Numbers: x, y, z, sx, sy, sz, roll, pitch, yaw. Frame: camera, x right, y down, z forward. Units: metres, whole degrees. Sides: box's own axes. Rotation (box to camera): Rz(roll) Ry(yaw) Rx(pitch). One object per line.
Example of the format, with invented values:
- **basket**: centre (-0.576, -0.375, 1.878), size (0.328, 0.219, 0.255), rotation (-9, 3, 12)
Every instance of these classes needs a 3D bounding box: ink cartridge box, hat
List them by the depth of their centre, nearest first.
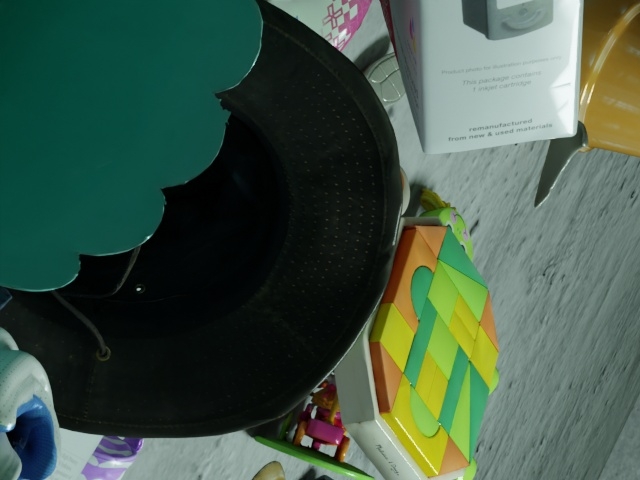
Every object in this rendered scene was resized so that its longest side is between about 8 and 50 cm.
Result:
- **hat**: centre (-0.119, -0.029, 1.010), size (0.134, 0.331, 0.331), rotation (-115, -135, -71)
- **ink cartridge box**: centre (0.114, -0.252, 1.179), size (0.226, 0.131, 0.306), rotation (-100, -178, -47)

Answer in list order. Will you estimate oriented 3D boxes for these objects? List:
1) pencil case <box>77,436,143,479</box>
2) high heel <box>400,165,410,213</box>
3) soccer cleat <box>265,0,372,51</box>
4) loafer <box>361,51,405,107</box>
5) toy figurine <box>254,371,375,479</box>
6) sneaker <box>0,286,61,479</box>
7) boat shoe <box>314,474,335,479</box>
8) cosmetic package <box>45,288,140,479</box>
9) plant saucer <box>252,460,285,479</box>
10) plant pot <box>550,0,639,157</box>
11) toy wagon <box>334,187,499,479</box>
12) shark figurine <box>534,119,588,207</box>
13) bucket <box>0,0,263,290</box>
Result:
- **pencil case**: centre (-0.216, 0.237, 1.230), size (0.088, 0.086, 0.206), rotation (19, 101, -32)
- **high heel**: centre (0.000, 0.000, 1.467), size (0.117, 0.082, 0.244), rotation (-45, -176, 38)
- **soccer cleat**: centre (-0.054, -0.146, 1.120), size (0.331, 0.116, 0.143), rotation (-65, 156, 6)
- **loafer**: centre (0.039, -0.131, 1.435), size (0.125, 0.039, 0.045), rotation (-50, 121, -33)
- **toy figurine**: centre (0.019, 0.154, 1.622), size (0.173, 0.130, 0.159), rotation (102, 8, -84)
- **sneaker**: centre (-0.256, 0.055, 0.769), size (0.130, 0.236, 0.323), rotation (-62, 156, -1)
- **boat shoe**: centre (-0.069, 0.381, 1.717), size (0.319, 0.116, 0.099), rotation (-38, 104, -31)
- **cosmetic package**: centre (-0.199, 0.098, 1.127), size (0.231, 0.085, 0.117), rotation (-60, 157, -11)
- **plant saucer**: centre (-0.060, 0.277, 1.682), size (0.083, 0.015, 0.083), rotation (-45, 152, -33)
- **plant pot**: centre (0.392, -0.182, 1.902), size (0.205, 0.188, 0.205), rotation (-46, 152, -34)
- **toy wagon**: centre (0.103, 0.078, 1.587), size (0.267, 0.068, 0.344), rotation (55, 40, -34)
- **shark figurine**: centre (0.145, -0.174, 1.484), size (0.116, 0.278, 0.166), rotation (-33, -154, 29)
- **bucket**: centre (-0.179, -0.124, 0.752), size (0.281, 0.183, 0.281), rotation (-29, 131, -40)
